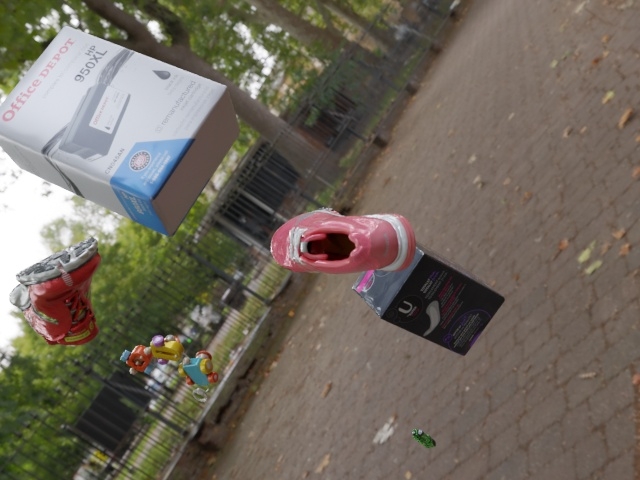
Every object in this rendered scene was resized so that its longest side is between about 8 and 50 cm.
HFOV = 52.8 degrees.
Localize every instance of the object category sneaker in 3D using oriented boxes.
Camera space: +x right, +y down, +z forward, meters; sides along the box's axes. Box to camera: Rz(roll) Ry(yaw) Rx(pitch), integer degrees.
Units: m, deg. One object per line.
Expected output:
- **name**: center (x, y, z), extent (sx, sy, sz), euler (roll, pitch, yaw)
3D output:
- **sneaker**: center (0.000, -0.001, 1.066), extent (0.314, 0.136, 0.115), euler (-4, 90, 47)
- **sneaker**: center (-0.333, 0.080, 0.861), extent (0.107, 0.118, 0.279), euler (-32, 1, -32)

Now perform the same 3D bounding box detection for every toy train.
- **toy train**: center (0.204, 0.389, 1.266), extent (0.024, 0.083, 0.017), euler (-17, 50, 24)
- **toy train**: center (-0.253, 0.209, 1.112), extent (0.125, 0.166, 0.046), euler (-56, 9, 42)

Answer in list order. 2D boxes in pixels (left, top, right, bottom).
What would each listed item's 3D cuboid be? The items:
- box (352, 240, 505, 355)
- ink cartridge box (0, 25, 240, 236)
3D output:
- **box**: center (0.234, 0.114, 1.400), extent (0.165, 0.270, 0.143), euler (-57, 33, 9)
- **ink cartridge box**: center (-0.410, -0.225, 1.304), extent (0.285, 0.395, 0.166), euler (-62, -14, -21)
